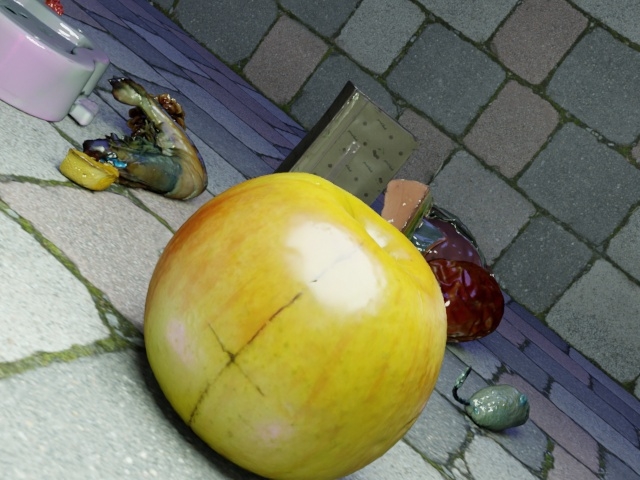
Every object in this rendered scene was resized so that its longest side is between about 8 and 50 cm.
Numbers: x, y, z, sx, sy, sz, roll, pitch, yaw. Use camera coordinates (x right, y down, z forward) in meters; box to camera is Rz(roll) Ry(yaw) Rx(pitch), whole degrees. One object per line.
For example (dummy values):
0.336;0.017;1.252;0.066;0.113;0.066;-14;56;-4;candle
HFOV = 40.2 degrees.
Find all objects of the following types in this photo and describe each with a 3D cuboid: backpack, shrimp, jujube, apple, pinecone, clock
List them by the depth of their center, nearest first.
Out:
-0.021;0.073;0.791;0.286;0.233;0.286;38;11;-8;apple
-0.275;-0.160;1.302;0.222;0.054;0.290;61;22;11;shrimp
-0.459;-0.303;1.312;0.338;0.102;0.338;37;11;-8;clock
-0.272;-0.189;1.465;0.102;0.102;0.109;28;32;-44;pinecone
0.268;0.123;1.771;0.174;0.174;0.250;44;23;31;jujube
0.281;0.045;2.033;0.317;0.197;0.283;40;9;7;backpack

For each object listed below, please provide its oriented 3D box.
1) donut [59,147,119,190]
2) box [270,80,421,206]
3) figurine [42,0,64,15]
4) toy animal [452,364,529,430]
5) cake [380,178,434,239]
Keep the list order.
-0.295;-0.089;1.118;0.067;0.038;0.083;33;6;-12;donut
0.043;-0.170;1.904;0.190;0.297;0.225;39;10;-13;box
-0.564;-0.428;1.505;0.138;0.110;0.245;42;16;11;figurine
0.258;0.252;1.384;0.070;0.079;0.253;18;-8;44;toy animal
0.144;-0.022;1.813;0.090;0.225;0.109;28;-12;17;cake
